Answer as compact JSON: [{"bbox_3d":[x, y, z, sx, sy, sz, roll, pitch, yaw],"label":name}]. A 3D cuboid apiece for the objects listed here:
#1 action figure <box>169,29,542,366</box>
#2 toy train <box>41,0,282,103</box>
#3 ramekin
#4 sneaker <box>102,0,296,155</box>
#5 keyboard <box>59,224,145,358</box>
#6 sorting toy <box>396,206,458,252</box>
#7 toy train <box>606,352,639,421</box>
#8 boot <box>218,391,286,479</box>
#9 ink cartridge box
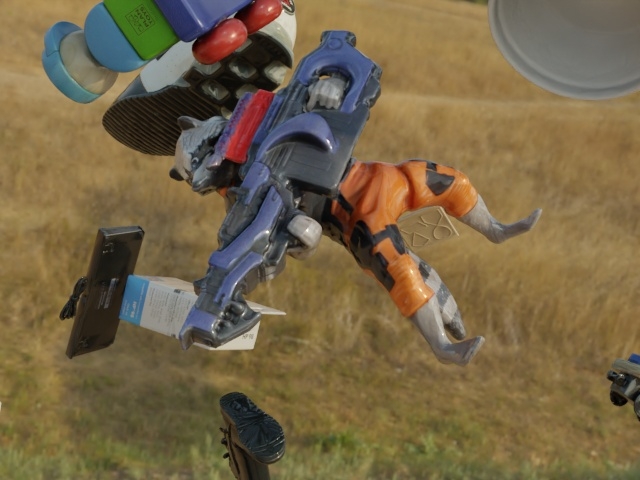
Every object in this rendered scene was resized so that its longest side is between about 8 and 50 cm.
[{"bbox_3d":[0.000,0.000,0.860,0.330,0.178,0.341,30,62,5],"label":"action figure"},{"bbox_3d":[-0.111,-0.191,0.761,0.143,0.105,0.248,-27,16,26],"label":"toy train"},{"bbox_3d":[0.300,-0.269,1.060,0.207,0.207,0.109,17,53,17],"label":"ramekin"},{"bbox_3d":[-0.143,-0.215,1.189,0.330,0.146,0.122,-23,-46,38],"label":"sneaker"},{"bbox_3d":[-0.288,0.066,1.223,0.023,0.180,0.108,27,19,26],"label":"keyboard"},{"bbox_3d":[0.106,-0.010,1.071,0.083,0.062,0.012,-22,43,20],"label":"sorting toy"},{"bbox_3d":[0.214,0.103,0.519,0.158,0.036,0.027,33,-5,-23],"label":"toy train"},{"bbox_3d":[-0.069,0.225,1.004,0.045,0.099,0.121,-20,31,-24],"label":"boot"},{"bbox_3d":[-0.146,0.094,1.191,0.180,0.060,0.104,15,2,28],"label":"ink cartridge box"}]
